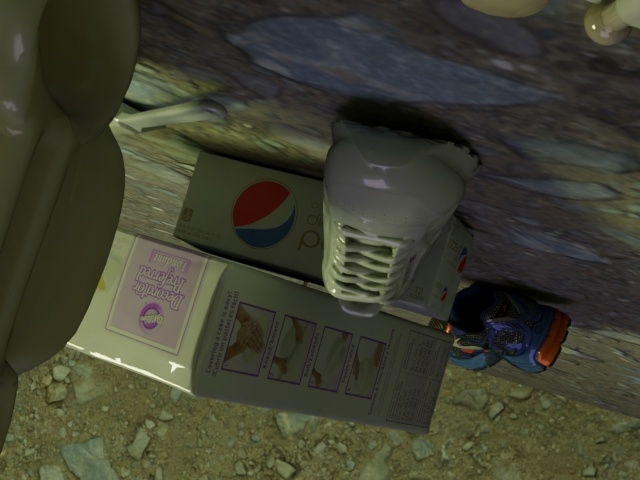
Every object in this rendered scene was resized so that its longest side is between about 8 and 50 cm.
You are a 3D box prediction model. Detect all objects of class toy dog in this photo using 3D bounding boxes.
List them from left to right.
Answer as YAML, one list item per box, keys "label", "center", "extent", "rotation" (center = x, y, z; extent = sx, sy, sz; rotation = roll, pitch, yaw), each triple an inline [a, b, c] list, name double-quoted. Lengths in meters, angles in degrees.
- label: "toy dog"
  center: [-0.308, -0.074, 0.554]
  extent: [0.407, 0.285, 0.395]
  rotation: [19, -169, -1]

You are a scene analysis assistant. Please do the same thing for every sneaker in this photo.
- label: "sneaker"
  center: [0.038, -0.008, 0.696]
  extent: [0.090, 0.095, 0.235]
  rotation: [19, 171, 8]
- label: "sneaker"
  center: [0.161, 0.076, 1.143]
  extent: [0.087, 0.083, 0.221]
  rotation: [34, 163, -14]

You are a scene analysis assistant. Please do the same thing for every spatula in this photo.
- label: "spatula"
  center: [-0.158, -0.107, 0.745]
  extent: [0.168, 0.019, 0.242]
  rotation: [28, 168, -26]

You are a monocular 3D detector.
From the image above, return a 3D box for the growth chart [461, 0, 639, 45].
- label: "growth chart"
  center: [0.013, -0.109, 0.290]
  extent: [0.237, 0.021, 0.172]
  rotation: [20, 173, -16]

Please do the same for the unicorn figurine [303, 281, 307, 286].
- label: "unicorn figurine"
  center: [0.000, 0.000, 1.018]
  extent: [0.111, 0.060, 0.162]
  rotation: [24, 164, 41]

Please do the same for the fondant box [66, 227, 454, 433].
- label: "fondant box"
  center: [-0.074, 0.066, 0.926]
  extent: [0.238, 0.096, 0.330]
  rotation: [15, 177, 35]

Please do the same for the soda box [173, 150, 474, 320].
- label: "soda box"
  center: [0.000, -0.004, 0.877]
  extent: [0.216, 0.074, 0.069]
  rotation: [15, 173, 23]
